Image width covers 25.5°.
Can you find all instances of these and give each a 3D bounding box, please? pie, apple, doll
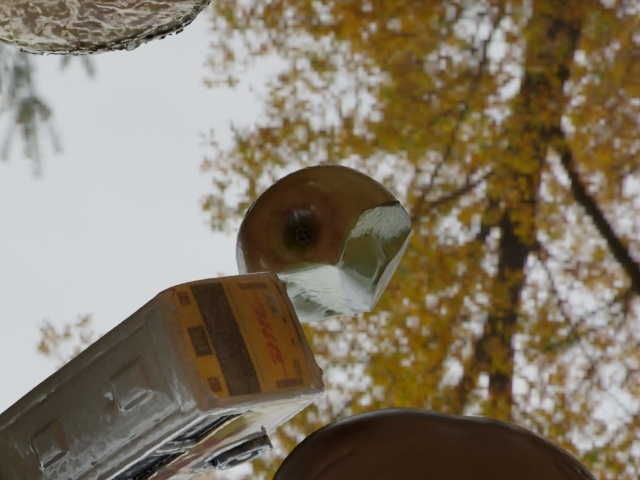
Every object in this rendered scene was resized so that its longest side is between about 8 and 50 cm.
[{"bbox_3d":[-0.166,-0.185,0.857,0.218,0.185,0.052,15,-140,-12],"label":"pie"},{"bbox_3d":[0.000,0.000,1.615,0.207,0.188,0.174,-22,-123,6],"label":"apple"},{"bbox_3d":[0.058,0.122,0.610,0.145,0.096,0.188,9,174,21],"label":"doll"}]

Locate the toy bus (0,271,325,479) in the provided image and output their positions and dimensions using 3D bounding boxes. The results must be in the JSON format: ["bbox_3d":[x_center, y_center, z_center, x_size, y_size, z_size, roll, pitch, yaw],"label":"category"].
[{"bbox_3d":[-0.144,0.138,0.921,0.138,0.342,0.097,-5,-114,-51],"label":"toy bus"}]
